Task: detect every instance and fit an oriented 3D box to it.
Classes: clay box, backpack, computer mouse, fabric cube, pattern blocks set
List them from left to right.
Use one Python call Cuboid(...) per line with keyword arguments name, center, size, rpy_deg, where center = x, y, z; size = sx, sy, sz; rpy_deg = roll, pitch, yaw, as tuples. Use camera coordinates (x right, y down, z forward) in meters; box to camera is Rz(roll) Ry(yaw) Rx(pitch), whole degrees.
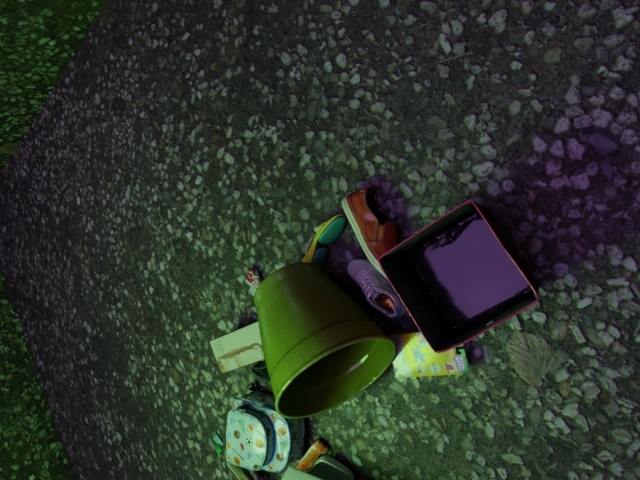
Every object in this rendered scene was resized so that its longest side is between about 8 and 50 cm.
Cuboid(name="pattern blocks set", center=(-0.285, 0.854, 1.717), size=(0.324, 0.026, 0.285), rpy_deg=(57, 164, -16))
Cuboid(name="backpack", center=(-0.191, 0.671, 1.630), size=(0.264, 0.213, 0.276), rpy_deg=(1, 94, 24))
Cuboid(name="computer mouse", center=(-0.125, 0.455, 1.623), size=(0.184, 0.060, 0.262), rpy_deg=(33, 149, -10))
Cuboid(name="clay box", center=(0.305, 0.313, 1.319), size=(0.222, 0.053, 0.127), rpy_deg=(-15, 86, 34))
Cuboid(name="fabric cube", center=(0.337, 0.081, 1.116), size=(0.254, 0.258, 0.258), rpy_deg=(-35, 76, 20))

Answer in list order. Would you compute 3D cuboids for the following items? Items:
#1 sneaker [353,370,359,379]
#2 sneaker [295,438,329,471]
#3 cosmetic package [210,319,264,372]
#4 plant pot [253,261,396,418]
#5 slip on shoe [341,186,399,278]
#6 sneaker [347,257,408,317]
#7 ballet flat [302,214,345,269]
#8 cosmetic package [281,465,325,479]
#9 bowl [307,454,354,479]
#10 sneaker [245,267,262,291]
Cuboid(name="sneaker", center=(0.078, 0.432, 1.491), size=(0.135, 0.058, 0.052), rpy_deg=(-27, 81, 35))
Cuboid(name="sneaker", center=(-0.032, 0.758, 1.611), size=(0.067, 0.064, 0.175), rpy_deg=(38, 120, 11))
Cuboid(name="cosmetic package", center=(-0.226, 0.351, 1.636), size=(0.296, 0.153, 0.129), rpy_deg=(-27, 82, 36))
Cuboid(name="plant pot", center=(-0.026, 0.262, 1.377), size=(0.366, 0.367, 0.352), rpy_deg=(-55, 47, 27))
Cuboid(name="slip on shoe", center=(0.177, -0.011, 1.332), size=(0.101, 0.123, 0.331), rpy_deg=(-37, 70, 29))
Cuboid(name="sneaker", center=(0.162, 0.134, 1.372), size=(0.229, 0.092, 0.087), rpy_deg=(40, 119, 25))
Cuboid(name="ballet flat", center=(0.000, 0.000, 1.483), size=(0.077, 0.077, 0.230), rpy_deg=(48, 123, 39))
Cuboid(name="cosmetic package", center=(0.025, 0.953, 1.370), size=(0.394, 0.329, 0.327), rpy_deg=(5, 128, 34))
Cuboid(name="bowl", center=(0.032, 0.779, 1.552), size=(0.142, 0.053, 0.142), rpy_deg=(33, 116, 0))
Cuboid(name="sneaker", center=(-0.220, 0.142, 1.669), size=(0.119, 0.042, 0.066), rpy_deg=(30, 116, 30))
